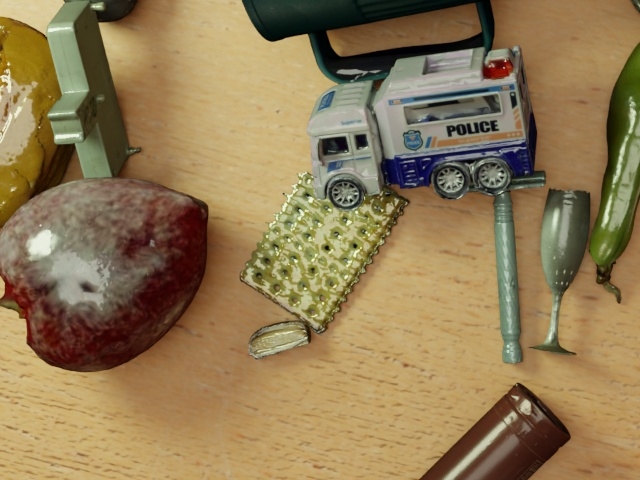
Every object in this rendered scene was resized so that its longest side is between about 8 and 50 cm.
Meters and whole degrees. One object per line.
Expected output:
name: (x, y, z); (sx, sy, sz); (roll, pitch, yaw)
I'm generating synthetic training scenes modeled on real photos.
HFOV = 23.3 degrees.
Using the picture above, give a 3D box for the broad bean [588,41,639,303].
broad bean: (0.361, -0.089, 1.846); (0.067, 0.075, 0.325); (13, 91, 8)

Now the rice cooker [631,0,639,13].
rice cooker: (0.467, -0.334, 1.763); (0.244, 0.226, 0.226); (-39, 83, 9)

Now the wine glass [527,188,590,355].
wine glass: (0.289, 0.036, 1.865); (0.066, 0.066, 0.198); (7, 91, 11)

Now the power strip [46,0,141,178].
power strip: (-0.284, -0.168, 1.891); (0.061, 0.145, 0.216); (-4, 120, 14)

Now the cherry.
cherry: (-0.265, 0.035, 1.899); (0.300, 0.203, 0.230); (-28, 78, 2)

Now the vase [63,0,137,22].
vase: (-0.249, -0.358, 1.949); (0.183, 0.120, 0.120); (-43, 82, -6)

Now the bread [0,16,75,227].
bread: (-0.409, -0.145, 1.959); (0.195, 0.142, 0.270); (18, 95, 10)

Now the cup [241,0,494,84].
cup: (0.065, -0.342, 1.803); (0.292, 0.242, 0.308); (-8, 92, 16)

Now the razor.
razor: (0.228, 0.033, 1.882); (0.106, 0.068, 0.232); (-4, 94, 11)

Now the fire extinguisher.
fire extinguisher: (0.173, 0.295, 1.865); (0.269, 0.105, 0.105); (-45, 82, 7)

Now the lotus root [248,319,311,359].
lotus root: (-0.052, 0.121, 1.944); (0.083, 0.030, 0.037); (-17, 90, 14)

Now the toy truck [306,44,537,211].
toy truck: (0.115, -0.137, 1.837); (0.268, 0.124, 0.155); (-6, 118, 13)

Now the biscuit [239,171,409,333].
biscuit: (0.000, 0.000, 1.943); (0.144, 0.016, 0.203); (32, 96, 9)
